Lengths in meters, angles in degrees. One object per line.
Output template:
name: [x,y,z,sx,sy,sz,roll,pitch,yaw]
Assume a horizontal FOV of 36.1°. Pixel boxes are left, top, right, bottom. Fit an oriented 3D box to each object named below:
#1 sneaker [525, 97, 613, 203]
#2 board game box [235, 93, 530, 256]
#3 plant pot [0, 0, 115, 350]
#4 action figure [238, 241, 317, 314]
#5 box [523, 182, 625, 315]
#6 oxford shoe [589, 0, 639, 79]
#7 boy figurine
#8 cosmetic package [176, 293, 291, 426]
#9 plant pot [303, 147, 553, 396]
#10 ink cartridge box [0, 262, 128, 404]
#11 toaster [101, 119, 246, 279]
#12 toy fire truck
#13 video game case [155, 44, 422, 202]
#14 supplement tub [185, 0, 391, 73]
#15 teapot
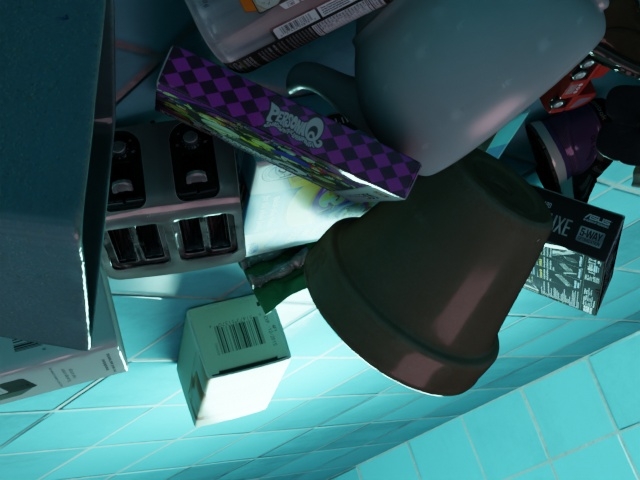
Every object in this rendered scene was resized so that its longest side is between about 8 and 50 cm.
sneaker: [0.385,-0.111,1.425,0.124,0.107,0.283,-28,158,7]
board game box: [0.057,-0.095,1.220,0.336,0.079,0.254,-12,158,-15]
plant pot: [-0.302,-0.071,0.787,0.252,0.247,0.247,4,154,-8]
action figure: [0.000,0.000,1.382,0.232,0.137,0.063,-24,147,-10]
box: [0.322,0.004,1.488,0.242,0.076,0.307,22,168,20]
oxford shoe: [0.324,-0.231,1.059,0.227,0.083,0.096,13,107,-30]
boy figurine: [0.458,-0.159,1.329,0.092,0.177,0.285,16,-167,27]
cosmetic package: [-0.158,0.215,1.721,0.153,0.129,0.296,-14,158,-16]
plant pot: [0.146,0.014,1.171,0.263,0.263,0.229,5,130,-46]
ink cartridge box: [-0.381,0.072,1.087,0.289,0.211,0.121,-14,160,-10]
toaster: [-0.171,-0.043,1.079,0.168,0.110,0.185,-7,153,-5]
toy fire truck: [0.356,-0.228,1.185,0.135,0.047,0.192,-11,157,-18]
video game case: [-0.041,-0.099,0.909,0.232,0.041,0.210,25,177,-10]
supplement tub: [-0.011,-0.225,0.798,0.190,0.117,0.117,-25,158,13]
teapot: [0.124,-0.198,0.907,0.256,0.187,0.252,-40,-176,-16]
